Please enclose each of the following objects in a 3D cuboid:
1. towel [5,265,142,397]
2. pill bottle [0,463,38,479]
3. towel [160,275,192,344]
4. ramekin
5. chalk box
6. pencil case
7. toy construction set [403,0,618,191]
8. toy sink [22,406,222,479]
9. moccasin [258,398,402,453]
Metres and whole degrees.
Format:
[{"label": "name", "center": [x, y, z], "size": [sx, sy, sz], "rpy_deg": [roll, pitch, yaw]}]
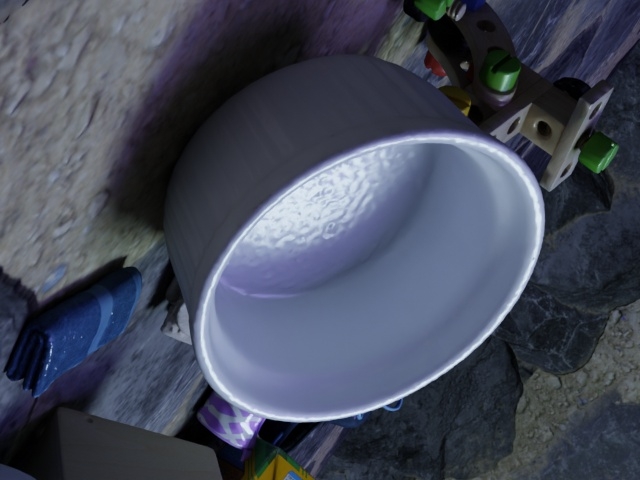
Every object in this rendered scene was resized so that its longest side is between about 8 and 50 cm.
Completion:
[{"label": "towel", "center": [-0.176, 0.064, 0.869], "size": [0.119, 0.029, 0.067], "rpy_deg": [-35, 157, -56]}, {"label": "pill bottle", "center": [-0.275, 0.280, 0.850], "size": [0.229, 0.131, 0.131], "rpy_deg": [-56, 168, 8]}, {"label": "towel", "center": [0.000, 0.000, 1.030], "size": [0.187, 0.049, 0.282], "rpy_deg": [24, 115, -36]}, {"label": "ramekin", "center": [0.015, -0.005, 0.893], "size": [0.277, 0.135, 0.277], "rpy_deg": [-16, 135, -17]}, {"label": "chalk box", "center": [-0.097, 0.363, 1.533], "size": [0.179, 0.180, 0.289], "rpy_deg": [-51, -162, -13]}, {"label": "pencil case", "center": [-0.062, 0.157, 1.426], "size": [0.206, 0.088, 0.086], "rpy_deg": [-54, 166, 6]}, {"label": "toy construction set", "center": [0.136, -0.086, 1.137], "size": [0.309, 0.237, 0.257], "rpy_deg": [-59, 167, 26]}, {"label": "toy sink", "center": [-0.199, 0.280, 1.005], "size": [0.234, 0.153, 0.131], "rpy_deg": [-60, -153, 19]}, {"label": "moccasin", "center": [0.037, 0.185, 1.511], "size": [0.138, 0.117, 0.342], "rpy_deg": [-2, 156, -37]}]
